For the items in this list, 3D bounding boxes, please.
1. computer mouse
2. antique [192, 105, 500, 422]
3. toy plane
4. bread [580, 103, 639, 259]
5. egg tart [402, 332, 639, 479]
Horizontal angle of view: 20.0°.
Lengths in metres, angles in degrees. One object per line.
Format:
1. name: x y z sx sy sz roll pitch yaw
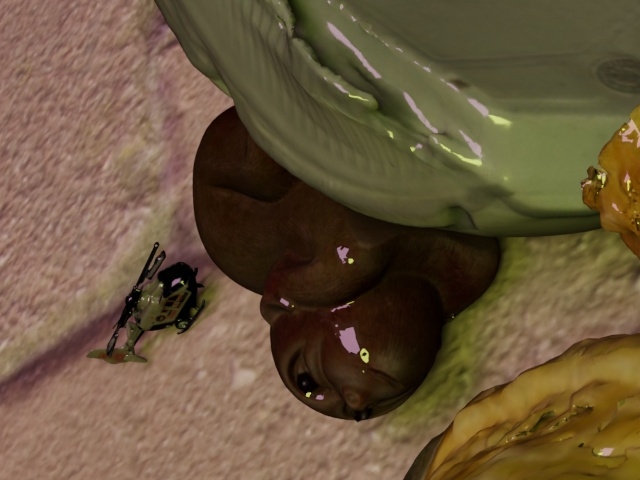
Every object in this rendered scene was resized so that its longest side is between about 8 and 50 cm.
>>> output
1. computer mouse: 0.045 -0.119 0.998 0.429 0.228 0.145 48 148 39
2. antique: 0.000 0.000 1.065 0.257 0.121 0.143 57 130 42
3. toy plane: -0.113 0.048 1.214 0.120 0.049 0.031 -55 39 39
4. bread: 0.234 -0.031 0.755 0.147 0.260 0.160 51 119 22
5. egg tart: 0.095 0.248 0.753 0.443 0.178 0.443 -26 57 51
